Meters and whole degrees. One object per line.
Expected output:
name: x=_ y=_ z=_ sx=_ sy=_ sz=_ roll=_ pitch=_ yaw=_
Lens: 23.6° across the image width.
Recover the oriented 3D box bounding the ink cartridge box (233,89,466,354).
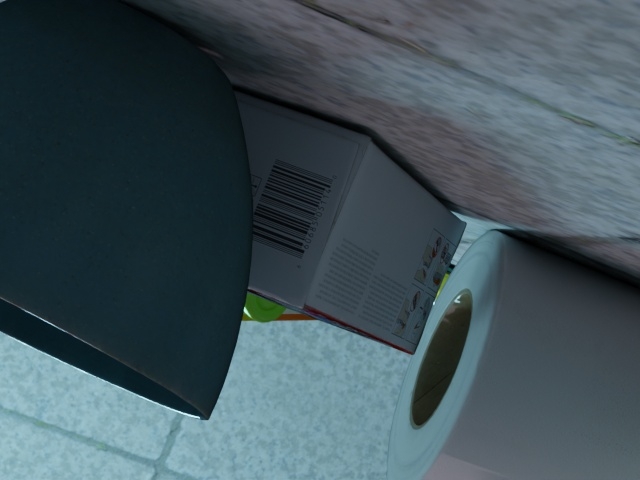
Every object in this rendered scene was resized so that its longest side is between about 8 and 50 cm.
ink cartridge box: x=-0.059 y=-0.029 z=1.209 sx=0.272 sy=0.130 sz=0.309 roll=21 pitch=177 yaw=21

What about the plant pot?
plant pot: x=-0.157 y=-0.040 z=0.944 sx=0.290 sy=0.195 sz=0.290 roll=24 pitch=169 yaw=5

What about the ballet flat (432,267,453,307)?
ballet flat: x=0.188 y=0.086 z=1.885 sx=0.231 sy=0.077 sz=0.077 roll=23 pitch=177 yaw=-29

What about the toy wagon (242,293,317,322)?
toy wagon: x=-0.047 y=0.033 z=1.720 sx=0.344 sy=0.068 sz=0.267 roll=2 pitch=-167 yaw=-36

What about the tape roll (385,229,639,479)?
tape roll: x=0.179 y=0.132 z=1.321 sx=0.169 sy=0.246 sz=0.246 roll=22 pitch=176 yaw=-8
